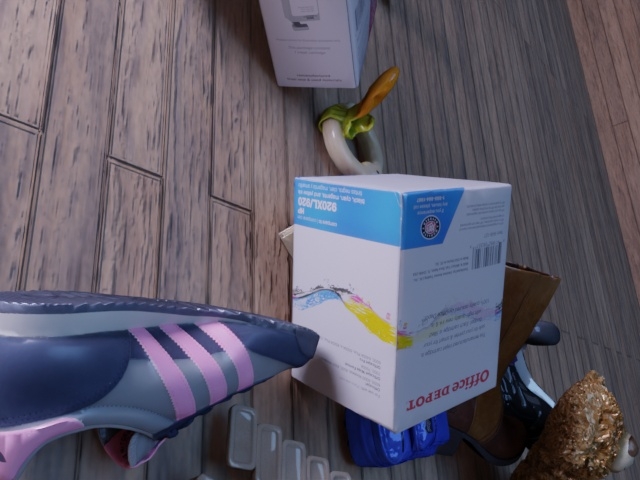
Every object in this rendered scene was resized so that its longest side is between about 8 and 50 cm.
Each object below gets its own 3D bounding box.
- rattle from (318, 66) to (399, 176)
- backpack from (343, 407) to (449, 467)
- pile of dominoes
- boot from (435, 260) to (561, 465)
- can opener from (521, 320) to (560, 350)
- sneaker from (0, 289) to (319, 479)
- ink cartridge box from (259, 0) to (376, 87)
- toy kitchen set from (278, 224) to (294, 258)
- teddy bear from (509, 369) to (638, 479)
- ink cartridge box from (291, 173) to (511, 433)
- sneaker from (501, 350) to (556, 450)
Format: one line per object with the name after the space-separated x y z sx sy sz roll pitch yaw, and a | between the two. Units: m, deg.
0.098 -0.125 0.851 0.200 0.142 0.130 63 18 -1 | rattle
0.092 0.223 0.721 0.120 0.101 0.098 11 61 -45 | backpack
-0.026 0.293 0.534 0.251 0.040 0.196 39 41 -17 | pile of dominoes
0.260 0.171 0.844 0.264 0.096 0.281 22 96 -30 | boot
0.278 0.098 0.888 0.283 0.095 0.076 33 62 -42 | can opener
-0.127 0.117 0.497 0.318 0.112 0.131 13 82 -47 | sneaker
-0.003 -0.367 0.730 0.283 0.117 0.207 78 20 -51 | ink cartridge box
0.000 0.000 0.728 0.075 0.083 0.068 61 -4 -14 | toy kitchen set
0.364 0.355 0.876 0.245 0.338 0.113 -2 34 -48 | teddy bear
0.082 0.051 0.639 0.171 0.168 0.233 -7 103 -39 | ink cartridge box
0.313 0.278 0.999 0.124 0.107 0.283 -37 98 -44 | sneaker
